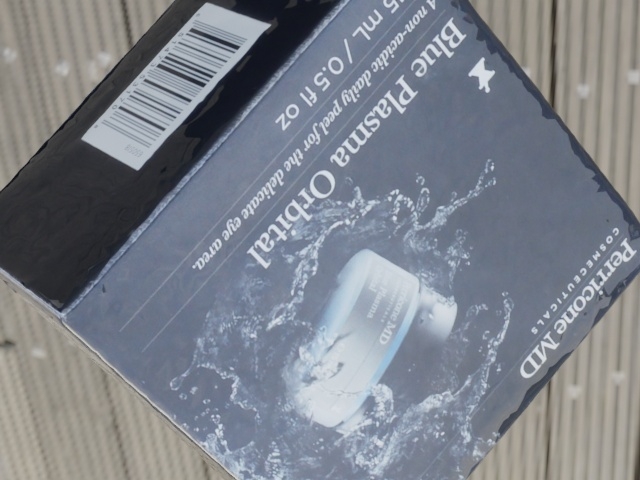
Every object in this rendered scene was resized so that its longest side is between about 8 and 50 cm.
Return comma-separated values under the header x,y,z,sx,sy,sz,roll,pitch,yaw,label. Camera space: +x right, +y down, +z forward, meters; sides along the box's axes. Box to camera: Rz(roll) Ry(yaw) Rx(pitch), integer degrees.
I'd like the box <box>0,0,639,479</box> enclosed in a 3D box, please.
x,y,z,sx,sy,sz,roll,pitch,yaw,label
0.000,0.000,0.593,0.158,0.156,0.093,47,170,-33,box
